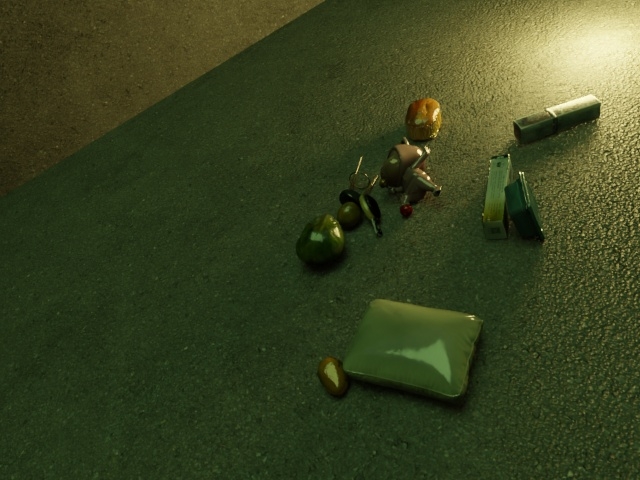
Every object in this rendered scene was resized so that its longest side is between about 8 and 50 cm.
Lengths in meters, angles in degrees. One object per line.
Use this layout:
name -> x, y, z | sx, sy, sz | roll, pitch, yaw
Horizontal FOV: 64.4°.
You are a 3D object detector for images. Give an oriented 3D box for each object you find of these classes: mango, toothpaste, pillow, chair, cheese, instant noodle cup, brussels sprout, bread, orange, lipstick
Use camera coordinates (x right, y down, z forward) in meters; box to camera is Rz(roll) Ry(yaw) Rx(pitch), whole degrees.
mango -> 0.035, 0.364, 1.363 | 0.079, 0.057, 0.114 | -18, 45, -4
toothpaste -> 0.566, -0.144, 1.621 | 0.071, 0.089, 0.313 | -5, 45, 30
pillow -> 0.238, 0.272, 1.315 | 0.322, 0.120, 0.255 | 7, 50, 30
chair -> 0.131, -0.195, 1.879 | 0.095, 0.104, 0.221 | -31, 26, 41
cheese -> 0.183, -0.084, 1.754 | 0.036, 0.086, 0.162 | -36, 51, 26
instant noodle cup -> 0.604, -0.094, 1.511 | 0.070, 0.157, 0.179 | -21, 39, 28
brussels sprout -> 0.004, 0.003, 1.693 | 0.181, 0.144, 0.161 | -61, 17, -20
bread -> 0.412, -0.489, 2.037 | 0.132, 0.114, 0.190 | 0, 52, 22
orange -> 0.099, -0.087, 1.779 | 0.085, 0.085, 0.095 | 20, 71, 38
lipstick -> 0.836, -0.429, 1.799 | 0.289, 0.076, 0.077 | -17, 40, 4

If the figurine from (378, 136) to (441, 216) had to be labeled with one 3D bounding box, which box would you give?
figurine -> 0.301, -0.229, 1.779 | 0.186, 0.176, 0.287 | -5, 54, -16
